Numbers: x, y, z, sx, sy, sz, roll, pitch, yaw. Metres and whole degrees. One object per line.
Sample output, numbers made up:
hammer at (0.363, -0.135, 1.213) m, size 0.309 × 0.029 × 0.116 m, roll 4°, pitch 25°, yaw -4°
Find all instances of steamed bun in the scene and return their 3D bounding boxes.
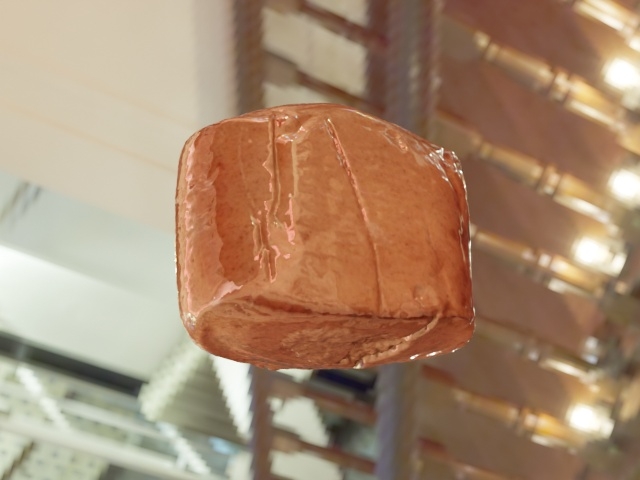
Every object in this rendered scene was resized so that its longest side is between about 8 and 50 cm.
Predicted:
steamed bun at (0.000, 0.000, 1.095) m, size 0.106 × 0.175 × 0.145 m, roll 132°, pitch 138°, yaw -53°
